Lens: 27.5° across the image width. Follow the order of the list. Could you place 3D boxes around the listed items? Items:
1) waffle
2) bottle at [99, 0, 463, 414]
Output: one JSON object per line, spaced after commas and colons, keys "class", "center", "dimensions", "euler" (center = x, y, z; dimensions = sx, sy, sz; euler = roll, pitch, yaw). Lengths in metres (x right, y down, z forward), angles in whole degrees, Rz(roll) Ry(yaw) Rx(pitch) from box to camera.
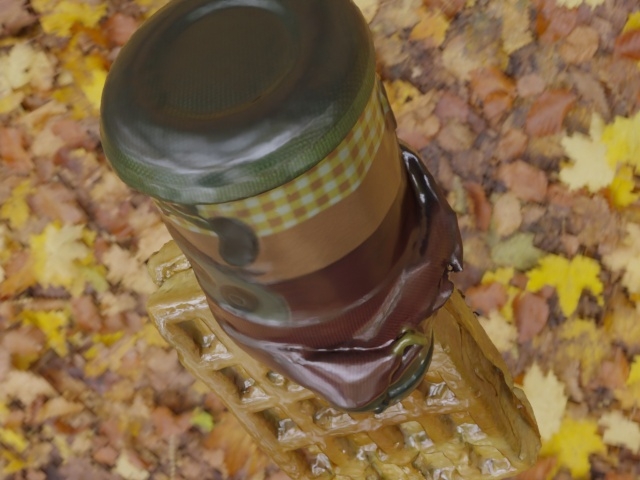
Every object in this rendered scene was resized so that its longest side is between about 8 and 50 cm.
{"class": "waffle", "center": [0.028, 0.100, 1.059], "dimensions": [0.224, 0.098, 0.327], "euler": [-15, 132, 24]}
{"class": "bottle", "center": [0.000, 0.000, 0.675], "dimensions": [0.143, 0.156, 0.271], "euler": [-7, 142, 15]}
